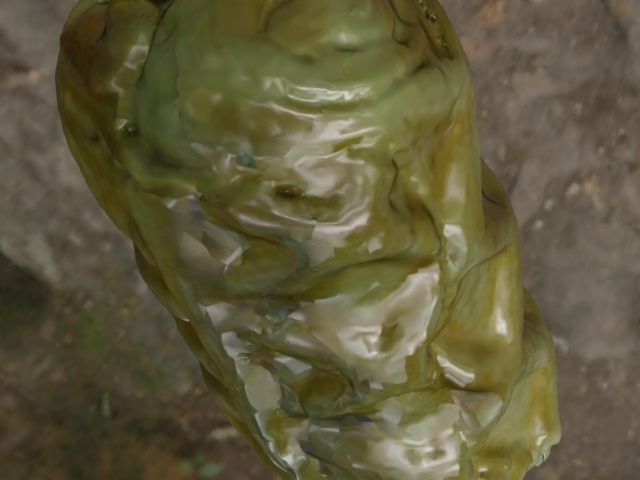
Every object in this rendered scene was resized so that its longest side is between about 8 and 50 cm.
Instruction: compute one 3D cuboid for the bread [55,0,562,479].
[{"bbox_3d":[0.000,0.000,0.558,0.152,0.130,0.268,6,144,24],"label":"bread"}]
